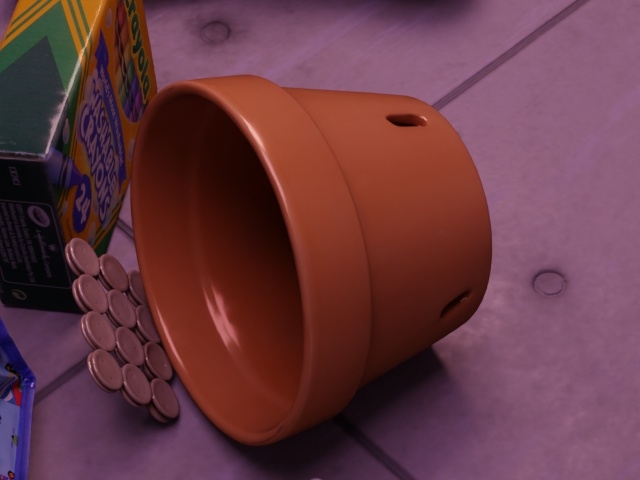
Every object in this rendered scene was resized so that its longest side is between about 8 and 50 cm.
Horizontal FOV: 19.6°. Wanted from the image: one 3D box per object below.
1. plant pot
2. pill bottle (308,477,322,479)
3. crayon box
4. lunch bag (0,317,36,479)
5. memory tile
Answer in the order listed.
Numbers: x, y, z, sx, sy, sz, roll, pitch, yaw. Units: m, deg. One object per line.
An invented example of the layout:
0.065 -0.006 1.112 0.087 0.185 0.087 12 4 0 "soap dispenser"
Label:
0.000 0.000 1.484 0.203 0.291 0.291 -13 49 -29 "plant pot"
-0.072 0.273 1.340 0.229 0.131 0.131 -30 55 -19 "pill bottle"
-0.217 -0.126 1.631 0.083 0.203 0.323 5 52 9 "crayon box"
-0.337 0.198 1.392 0.221 0.138 0.293 -14 46 4 "lunch bag"
-0.164 0.074 1.524 0.012 0.113 0.148 -31 54 22 "memory tile"
